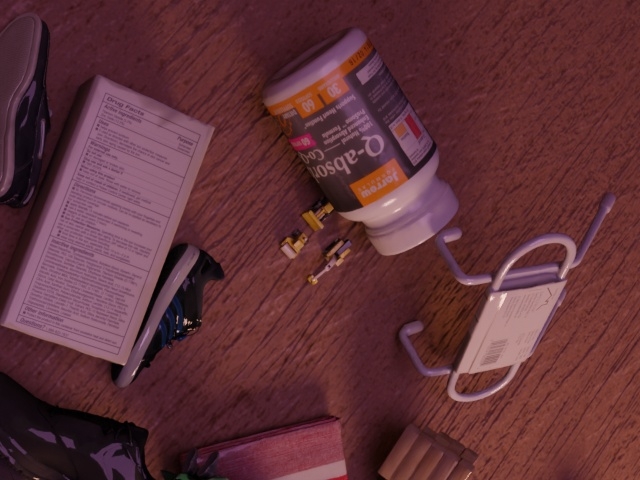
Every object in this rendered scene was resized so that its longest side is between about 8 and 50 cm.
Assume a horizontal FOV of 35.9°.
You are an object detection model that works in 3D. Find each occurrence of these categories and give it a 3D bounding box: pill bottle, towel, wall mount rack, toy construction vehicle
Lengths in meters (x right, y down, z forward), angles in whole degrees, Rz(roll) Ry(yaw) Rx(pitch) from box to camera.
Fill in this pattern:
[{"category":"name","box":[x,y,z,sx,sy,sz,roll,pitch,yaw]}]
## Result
[{"category":"pill bottle","box":[0.058,-0.128,1.311,0.162,0.162,0.278,-40,106,-18]},{"category":"towel","box":[-0.062,0.420,1.338,0.237,0.037,0.329,-9,96,-24]},{"category":"wall mount rack","box":[0.280,0.069,1.381,0.304,0.130,0.350,-9,139,-22]},{"category":"toy construction vehicle","box":[0.000,0.000,1.355,0.098,0.035,0.086,-42,107,-18]}]

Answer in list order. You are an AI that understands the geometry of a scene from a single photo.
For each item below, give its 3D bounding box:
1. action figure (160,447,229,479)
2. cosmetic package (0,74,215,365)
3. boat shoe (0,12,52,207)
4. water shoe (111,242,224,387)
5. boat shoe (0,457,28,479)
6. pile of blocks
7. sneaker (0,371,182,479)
[{"category":"action figure","box":[-0.082,0.347,1.254,0.232,0.137,0.063,48,60,-28]},{"category":"cosmetic package","box":[-0.264,-0.023,1.193,0.160,0.113,0.309,24,81,-23]},{"category":"boat shoe","box":[-0.361,-0.155,1.178,0.079,0.084,0.233,24,71,-61]},{"category":"water shoe","box":[-0.189,0.104,1.252,0.080,0.073,0.203,32,79,-24]},{"category":"boat shoe","box":[-0.347,0.426,1.143,0.130,0.132,0.355,-26,78,20]},{"category":"pile of blocks","box":[0.140,0.428,1.408,0.112,0.149,0.362,-15,112,-66]},{"category":"sneaker","box":[-0.278,0.247,1.170,0.130,0.109,0.286,-44,100,2]}]
